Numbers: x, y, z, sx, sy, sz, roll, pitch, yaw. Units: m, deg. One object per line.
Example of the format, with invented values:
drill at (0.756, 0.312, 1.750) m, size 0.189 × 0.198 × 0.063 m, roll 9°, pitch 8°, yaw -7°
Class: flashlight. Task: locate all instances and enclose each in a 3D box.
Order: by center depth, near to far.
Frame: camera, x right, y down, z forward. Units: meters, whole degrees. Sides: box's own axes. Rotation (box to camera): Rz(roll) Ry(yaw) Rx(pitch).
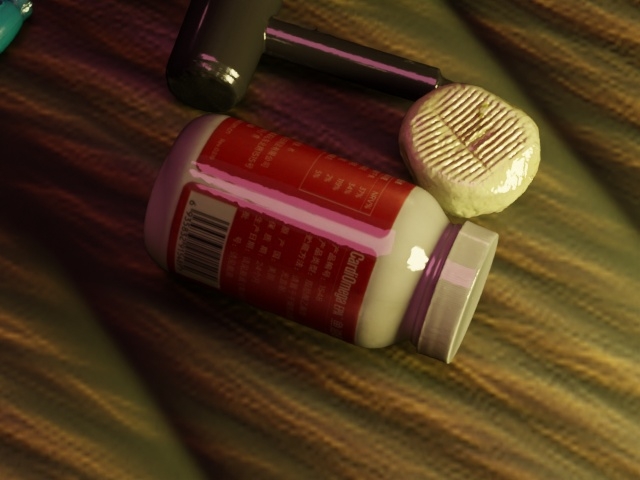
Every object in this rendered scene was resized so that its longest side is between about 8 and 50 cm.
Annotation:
flashlight at (-0.292, -0.160, 1.466) m, size 0.051 × 0.051 × 0.129 m, roll 36°, pitch 62°, yaw 16°

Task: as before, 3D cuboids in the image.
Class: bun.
bun at (0.117, -0.069, 1.406) m, size 0.115 × 0.069 × 0.115 m, roll 0°, pitch 61°, yaw 0°

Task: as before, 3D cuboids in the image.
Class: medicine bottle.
medicine bottle at (0.000, 0.000, 1.336) m, size 0.250 × 0.131 × 0.131 m, roll 21°, pitch 65°, yaw 9°

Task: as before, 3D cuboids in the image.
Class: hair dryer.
hair dryer at (0.002, -0.139, 1.454) m, size 0.248 × 0.070 × 0.114 m, roll 19°, pitch 63°, yaw -1°
